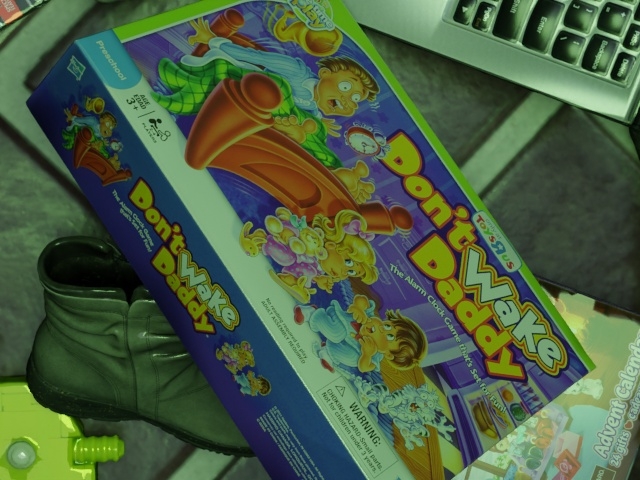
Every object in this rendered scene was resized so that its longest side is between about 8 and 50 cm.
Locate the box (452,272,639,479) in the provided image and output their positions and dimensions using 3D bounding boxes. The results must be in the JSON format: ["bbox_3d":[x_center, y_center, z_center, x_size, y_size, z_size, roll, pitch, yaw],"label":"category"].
[{"bbox_3d":[0.119,0.167,1.118,0.201,0.057,0.293,20,90,6],"label":"box"}]

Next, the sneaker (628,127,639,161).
[{"bbox_3d":[0.286,0.010,1.138,0.106,0.078,0.234,-35,98,-6],"label":"sneaker"}]

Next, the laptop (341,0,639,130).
[{"bbox_3d":[0.212,-0.268,0.938,0.408,0.236,0.382,22,98,11],"label":"laptop"}]

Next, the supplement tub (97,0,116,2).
[{"bbox_3d":[-0.093,-0.265,1.050,0.200,0.144,0.144,-24,95,-4],"label":"supplement tub"}]

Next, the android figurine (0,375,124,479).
[{"bbox_3d":[-0.277,0.185,1.098,0.273,0.056,0.248,1,92,-4],"label":"android figurine"}]

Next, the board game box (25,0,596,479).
[{"bbox_3d":[0.000,0.000,0.997,0.233,0.078,0.347,-28,81,-45],"label":"board game box"}]

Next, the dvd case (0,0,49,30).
[{"bbox_3d":[-0.270,-0.181,1.101,0.119,0.013,0.087,-33,96,-5],"label":"dvd case"}]

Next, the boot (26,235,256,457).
[{"bbox_3d":[-0.080,0.074,1.046,0.246,0.161,0.083,9,55,-14],"label":"boot"}]
